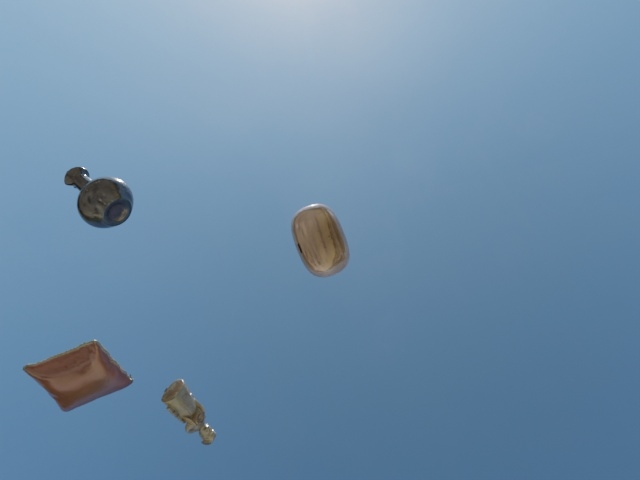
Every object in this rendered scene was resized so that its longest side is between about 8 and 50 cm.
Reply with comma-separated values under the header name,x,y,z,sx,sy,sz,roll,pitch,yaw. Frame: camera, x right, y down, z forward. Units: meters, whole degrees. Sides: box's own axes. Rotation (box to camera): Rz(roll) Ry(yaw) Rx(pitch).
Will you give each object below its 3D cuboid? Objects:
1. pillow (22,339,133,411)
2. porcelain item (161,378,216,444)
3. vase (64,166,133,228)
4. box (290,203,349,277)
name,x,y,z,sx,sy,sz,roll,pitch,yaw
pillow,-0.554,0.308,1.107,0.179,0.171,0.075,-22,-146,-2
porcelain item,-0.339,0.469,1.274,0.054,0.213,0.084,-6,-148,32
vase,-0.506,-0.105,1.076,0.183,0.120,0.120,33,-96,26
box,0.000,0.000,1.293,0.146,0.088,0.200,-19,-92,-36
